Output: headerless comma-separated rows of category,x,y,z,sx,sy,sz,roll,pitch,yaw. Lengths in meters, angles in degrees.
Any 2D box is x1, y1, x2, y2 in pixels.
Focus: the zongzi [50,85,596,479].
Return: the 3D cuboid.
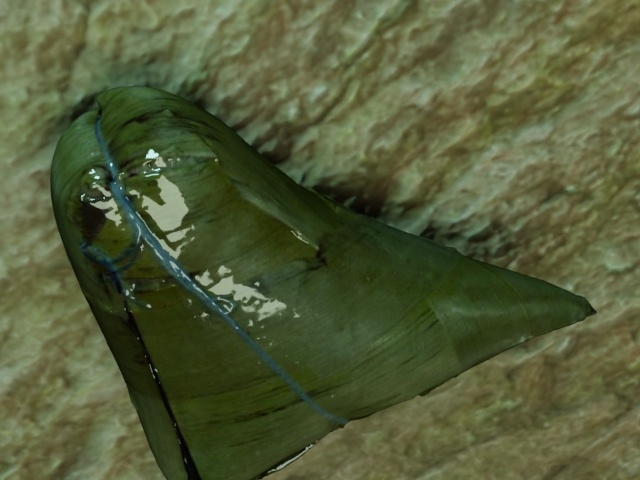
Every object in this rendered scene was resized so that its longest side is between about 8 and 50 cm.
zongzi,0.000,0.000,1.363,0.393,0.174,0.356,-21,125,1
